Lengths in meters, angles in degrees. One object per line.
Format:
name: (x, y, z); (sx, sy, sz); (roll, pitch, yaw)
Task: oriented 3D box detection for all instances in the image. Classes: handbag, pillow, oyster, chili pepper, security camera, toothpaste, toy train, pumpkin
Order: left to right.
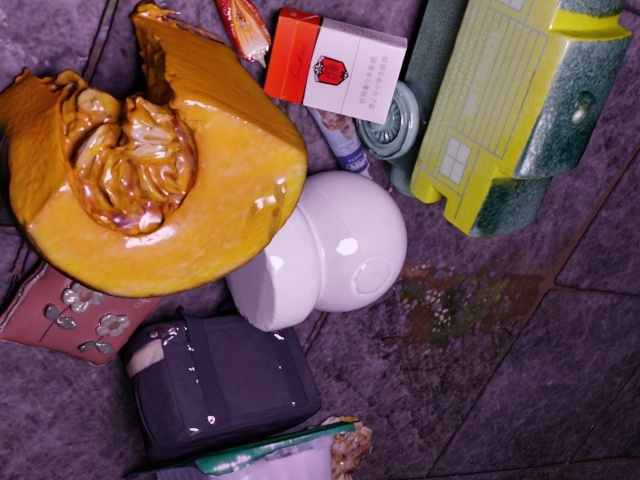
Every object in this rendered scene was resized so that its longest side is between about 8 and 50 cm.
pillow: (-0.285, 0.081, 1.097); (0.171, 0.075, 0.179); (-50, 138, 8)
pumpkin: (-0.182, -0.082, 0.944); (0.303, 0.225, 0.256); (-34, 133, 0)
handbag: (-0.139, 0.186, 1.215); (0.254, 0.182, 0.181); (-5, 157, -35)
chili pepper: (-0.098, -0.263, 0.984); (0.045, 0.027, 0.178); (-38, 138, -9)
security camera: (0.000, 0.000, 1.155); (0.236, 0.194, 0.195); (-18, 133, -26)
oyster: (0.002, 0.401, 1.570); (0.223, 0.083, 0.214); (-42, 141, -8)
toothpaste: (0.024, -0.146, 1.164); (0.062, 0.037, 0.216); (-37, 132, -10)
toy train: (0.210, -0.215, 1.060); (0.179, 0.272, 0.442); (-13, 131, -39)

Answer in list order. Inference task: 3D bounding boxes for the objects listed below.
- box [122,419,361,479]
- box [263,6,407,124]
box: (-0.109, 0.348, 1.290); (0.264, 0.106, 0.336); (-6, 166, -31)
box: (0.016, -0.205, 1.047); (0.152, 0.048, 0.100); (15, 119, 0)
